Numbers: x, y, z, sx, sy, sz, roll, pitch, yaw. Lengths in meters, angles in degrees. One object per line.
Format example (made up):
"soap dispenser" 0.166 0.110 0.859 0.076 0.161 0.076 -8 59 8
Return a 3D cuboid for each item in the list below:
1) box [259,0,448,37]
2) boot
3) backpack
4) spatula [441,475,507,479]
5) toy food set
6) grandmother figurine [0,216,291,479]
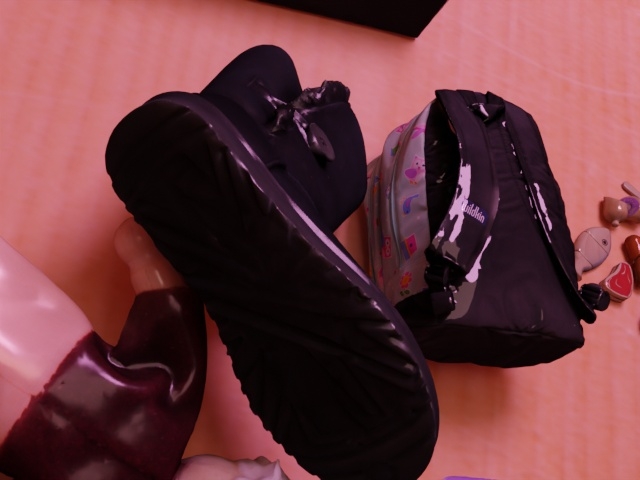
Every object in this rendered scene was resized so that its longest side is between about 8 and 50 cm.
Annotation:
"box" -0.026 -0.279 0.744 0.261 0.103 0.184 7 60 -24
"boot" 0.000 0.000 0.582 0.246 0.094 0.207 54 23 -5
"backpack" 0.096 -0.010 0.663 0.152 0.115 0.182 12 59 -34
"spatula" 0.217 0.198 0.655 0.296 0.030 0.084 2 65 -12
"toy food set" 0.249 0.003 0.790 0.078 0.019 0.122 41 55 -3
"grandmother figurine" -0.142 0.077 0.515 0.342 0.104 0.208 41 82 -7
